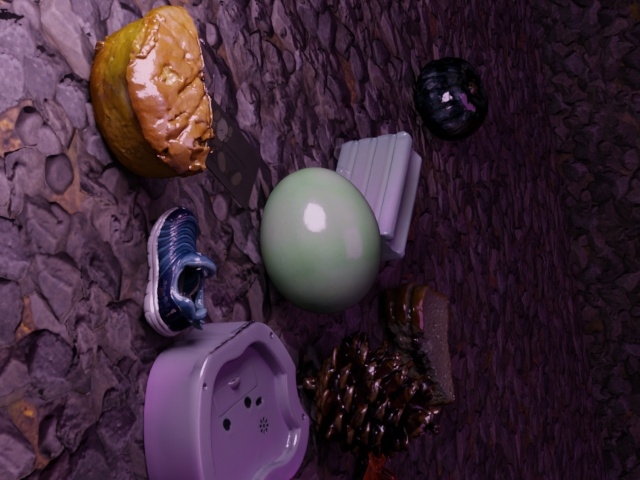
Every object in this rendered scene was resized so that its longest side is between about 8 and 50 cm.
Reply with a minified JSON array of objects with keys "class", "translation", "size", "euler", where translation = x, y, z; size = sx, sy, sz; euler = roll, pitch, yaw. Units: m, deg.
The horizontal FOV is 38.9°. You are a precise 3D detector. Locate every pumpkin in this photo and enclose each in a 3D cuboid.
[{"class":"pumpkin","translation":[0.354,-0.382,2.443],"size":[0.233,0.163,0.233],"euler":[33,47,-44]}]

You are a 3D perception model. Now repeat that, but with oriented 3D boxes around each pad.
[{"class":"pad","translation":[-0.167,-0.159,1.619],"size":[0.190,0.004,0.127],"euler":[51,41,-44]}]

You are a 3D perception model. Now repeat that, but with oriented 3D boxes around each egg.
[{"class":"egg","translation":[0.000,0.000,1.653],"size":[0.220,0.220,0.269],"euler":[9,70,-60]}]

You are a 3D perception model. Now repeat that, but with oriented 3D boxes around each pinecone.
[{"class":"pinecone","translation":[0.094,0.308,1.738],"size":[0.257,0.243,0.243],"euler":[36,44,-10]}]

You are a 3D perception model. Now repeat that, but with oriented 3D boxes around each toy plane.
[{"class":"toy plane","translation":[0.102,0.452,1.903],"size":[0.188,0.062,0.135],"euler":[62,32,-7]}]

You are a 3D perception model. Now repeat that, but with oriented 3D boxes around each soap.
[{"class":"soap","translation":[0.111,-0.091,1.924],"size":[0.095,0.173,0.289],"euler":[53,40,-42]}]

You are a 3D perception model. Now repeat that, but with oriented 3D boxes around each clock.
[{"class":"clock","translation":[-0.142,0.299,1.448],"size":[0.338,0.102,0.338],"euler":[22,65,-58]}]

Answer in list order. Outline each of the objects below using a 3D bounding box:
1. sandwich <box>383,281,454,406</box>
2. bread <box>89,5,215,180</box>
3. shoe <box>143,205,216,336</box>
[{"class":"sandwich","translation":[0.235,0.248,2.139],"size":[0.254,0.100,0.288],"euler":[20,65,-65]},{"class":"bread","translation":[-0.256,-0.218,1.329],"size":[0.147,0.160,0.260],"euler":[-5,91,-53]},{"class":"shoe","translation":[-0.207,0.045,1.393],"size":[0.091,0.106,0.207],"euler":[34,48,-55]}]
